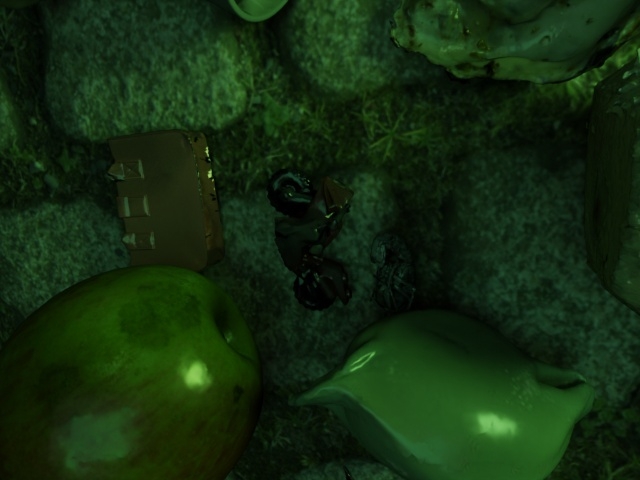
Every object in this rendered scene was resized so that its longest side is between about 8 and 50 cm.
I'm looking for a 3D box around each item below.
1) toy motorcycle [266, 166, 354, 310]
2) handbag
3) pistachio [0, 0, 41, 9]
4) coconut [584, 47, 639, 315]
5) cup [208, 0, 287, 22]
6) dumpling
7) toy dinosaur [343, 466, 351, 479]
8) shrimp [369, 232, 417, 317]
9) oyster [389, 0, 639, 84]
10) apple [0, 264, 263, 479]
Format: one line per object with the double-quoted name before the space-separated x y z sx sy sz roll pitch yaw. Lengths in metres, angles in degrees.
"toy motorcycle" 0.000 0.000 0.596 0.118 0.084 0.213 -8 109 16
"handbag" -0.239 -0.057 0.662 0.157 0.059 0.213 -3 101 16
"pistachio" -0.419 -0.480 0.544 0.225 0.208 0.332 -2 117 -28
"coconut" 0.381 -0.045 0.368 0.254 0.297 0.298 1 104 27
"cup" -0.174 -0.417 0.476 0.317 0.212 0.212 31 110 9
"dumpling" 0.159 0.192 0.539 0.320 0.270 0.212 30 88 12
"toy dinosaur" 0.074 0.482 0.720 0.108 0.032 0.220 -23 94 23
"shrimp" 0.100 0.069 0.597 0.065 0.056 0.165 -5 102 -16
"oyster" 0.220 -0.260 0.458 0.294 0.094 0.166 15 129 27
"apple" -0.237 0.194 0.581 0.339 0.339 0.340 4 104 15
